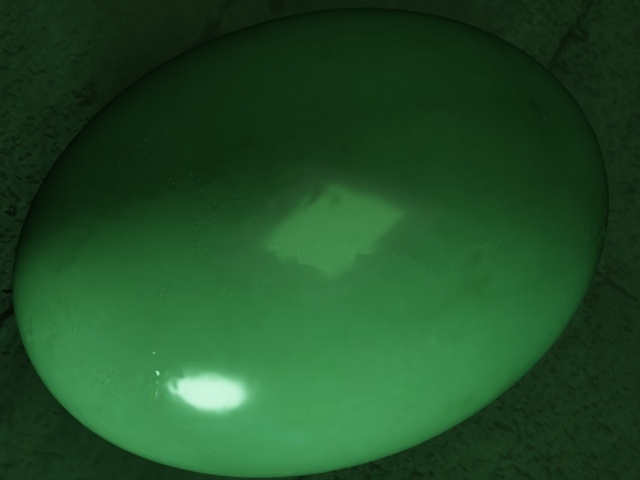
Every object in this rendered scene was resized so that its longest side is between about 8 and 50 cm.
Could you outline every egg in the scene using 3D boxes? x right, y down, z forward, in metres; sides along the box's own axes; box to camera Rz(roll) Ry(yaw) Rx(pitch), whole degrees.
[{"bbox_3d":[0.000,0.000,1.201,0.388,0.276,0.276,-17,87,-23],"label":"egg"}]
